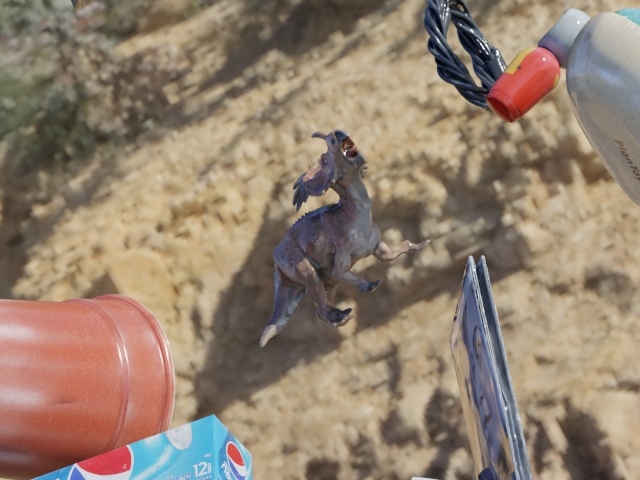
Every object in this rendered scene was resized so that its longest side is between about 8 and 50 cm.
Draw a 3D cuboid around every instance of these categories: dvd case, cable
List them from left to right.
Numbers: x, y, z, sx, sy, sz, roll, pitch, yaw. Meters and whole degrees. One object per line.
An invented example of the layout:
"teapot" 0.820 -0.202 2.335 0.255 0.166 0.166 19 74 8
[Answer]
"cable" 0.181 -0.247 1.829 0.047 0.184 0.150 -31 -13 34
"dvd case" 0.140 0.146 1.174 0.018 0.221 0.164 -6 -28 -4

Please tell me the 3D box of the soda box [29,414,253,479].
"soda box" -0.162 0.219 1.171 0.210 0.071 0.067 -21 45 15

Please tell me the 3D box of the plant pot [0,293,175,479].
"plant pot" -0.369 0.183 1.740 0.272 0.272 0.265 -20 -22 38

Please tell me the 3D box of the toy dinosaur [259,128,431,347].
"toy dinosaur" 0.000 0.000 1.853 0.295 0.200 0.127 -46 -8 21

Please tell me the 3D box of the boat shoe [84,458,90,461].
"boat shoe" -0.318 0.318 1.615 0.206 0.075 0.065 -32 10 -22

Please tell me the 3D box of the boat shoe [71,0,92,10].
"boat shoe" -0.266 -0.343 1.645 0.073 0.080 0.223 -18 -18 -14

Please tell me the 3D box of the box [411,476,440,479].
"box" 0.157 0.333 1.374 0.119 0.181 0.182 5 -12 25

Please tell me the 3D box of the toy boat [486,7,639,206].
"toy boat" 0.315 -0.156 1.459 0.148 0.267 0.318 -45 38 -12
